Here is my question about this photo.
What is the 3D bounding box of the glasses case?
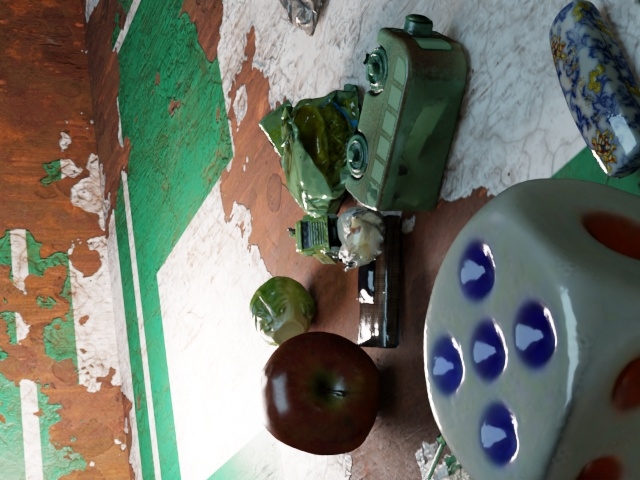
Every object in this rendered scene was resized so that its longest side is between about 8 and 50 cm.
[{"bbox_3d":[0.351,-0.193,1.444,0.087,0.065,0.248,120,141,-50],"label":"glasses case"}]

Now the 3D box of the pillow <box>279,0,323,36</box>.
[{"bbox_3d":[-0.050,-0.521,2.351,0.248,0.049,0.135,-119,34,-52],"label":"pillow"}]

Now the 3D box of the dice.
[{"bbox_3d":[0.299,0.123,1.304,0.304,0.277,0.304,51,133,51],"label":"dice"}]

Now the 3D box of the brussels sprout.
[{"bbox_3d":[-0.083,0.147,2.311,0.155,0.117,0.155,-171,90,-72],"label":"brussels sprout"}]

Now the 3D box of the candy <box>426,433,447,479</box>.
[{"bbox_3d":[0.195,0.320,1.796,0.201,0.060,0.060,106,152,-44],"label":"candy"}]

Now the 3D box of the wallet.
[{"bbox_3d":[0.102,0.074,2.001,0.124,0.042,0.230,171,100,-64],"label":"wallet"}]

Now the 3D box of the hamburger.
[{"bbox_3d":[-0.017,-0.172,2.144,0.276,0.150,0.260,-52,45,52],"label":"hamburger"}]

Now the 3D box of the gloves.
[{"bbox_3d":[0.067,-0.003,1.962,0.153,0.070,0.114,180,93,-75],"label":"gloves"}]

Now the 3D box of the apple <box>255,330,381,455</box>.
[{"bbox_3d":[-0.006,0.271,2.025,0.230,0.230,0.230,-179,90,-65],"label":"apple"}]

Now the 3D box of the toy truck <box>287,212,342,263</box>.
[{"bbox_3d":[0.000,0.000,2.091,0.169,0.100,0.077,23,-119,-72],"label":"toy truck"}]

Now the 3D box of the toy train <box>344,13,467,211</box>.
[{"bbox_3d":[0.137,-0.196,1.839,0.159,0.129,0.326,46,131,52],"label":"toy train"}]
